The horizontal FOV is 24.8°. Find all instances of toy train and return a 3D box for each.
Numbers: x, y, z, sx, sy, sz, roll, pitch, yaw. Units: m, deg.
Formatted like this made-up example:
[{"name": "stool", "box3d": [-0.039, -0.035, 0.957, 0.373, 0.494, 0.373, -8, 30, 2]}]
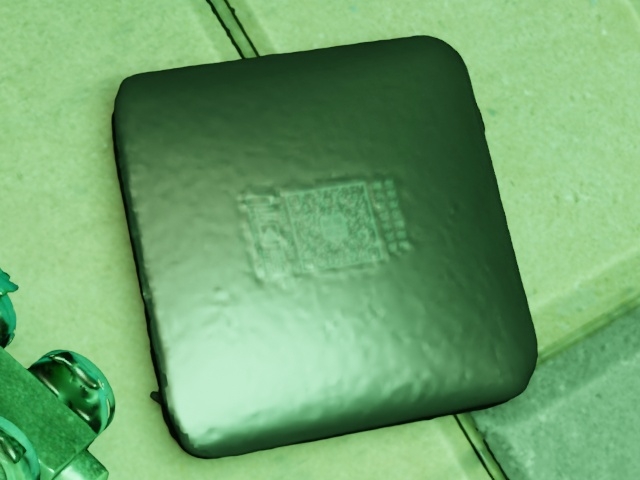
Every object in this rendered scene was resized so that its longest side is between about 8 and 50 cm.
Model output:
[{"name": "toy train", "box3d": [-0.237, 0.120, 0.945, 0.203, 0.163, 0.112, 42, 36, 5]}]

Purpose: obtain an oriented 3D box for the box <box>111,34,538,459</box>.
[{"name": "box", "box3d": [0.000, 0.000, 1.074, 0.289, 0.073, 0.290, -10, 76, -14]}]
